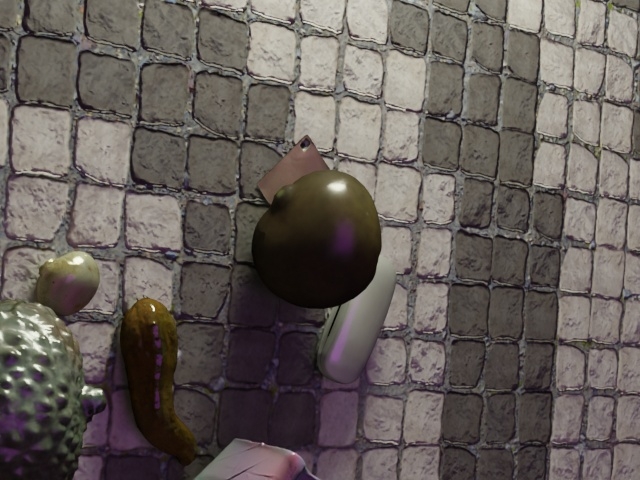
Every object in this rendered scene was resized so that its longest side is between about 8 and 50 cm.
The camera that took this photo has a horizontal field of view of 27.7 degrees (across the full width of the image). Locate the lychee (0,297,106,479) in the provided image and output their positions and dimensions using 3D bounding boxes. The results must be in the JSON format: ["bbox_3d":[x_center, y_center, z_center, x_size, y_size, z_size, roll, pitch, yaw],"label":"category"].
[{"bbox_3d":[-0.367,0.183,1.384,0.274,0.255,0.255,1,90,-10],"label":"lychee"}]

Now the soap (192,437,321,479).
[{"bbox_3d":[-0.138,0.409,1.603,0.109,0.193,0.324,45,65,-28],"label":"soap"}]

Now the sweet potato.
[{"bbox_3d":[-0.204,0.185,1.634,0.081,0.062,0.233,-20,106,-39],"label":"sweet potato"}]

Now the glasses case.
[{"bbox_3d":[0.052,0.110,1.845,0.074,0.049,0.193,33,69,-34],"label":"glasses case"}]

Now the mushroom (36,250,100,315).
[{"bbox_3d":[-0.303,0.048,1.546,0.067,0.084,0.083,41,57,15],"label":"mushroom"}]

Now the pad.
[{"bbox_3d":[-0.008,-0.042,1.824,0.113,0.006,0.188,-47,118,-27],"label":"pad"}]

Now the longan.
[{"bbox_3d":[0.000,0.000,1.727,0.189,0.189,0.189,0,91,-39],"label":"longan"}]
